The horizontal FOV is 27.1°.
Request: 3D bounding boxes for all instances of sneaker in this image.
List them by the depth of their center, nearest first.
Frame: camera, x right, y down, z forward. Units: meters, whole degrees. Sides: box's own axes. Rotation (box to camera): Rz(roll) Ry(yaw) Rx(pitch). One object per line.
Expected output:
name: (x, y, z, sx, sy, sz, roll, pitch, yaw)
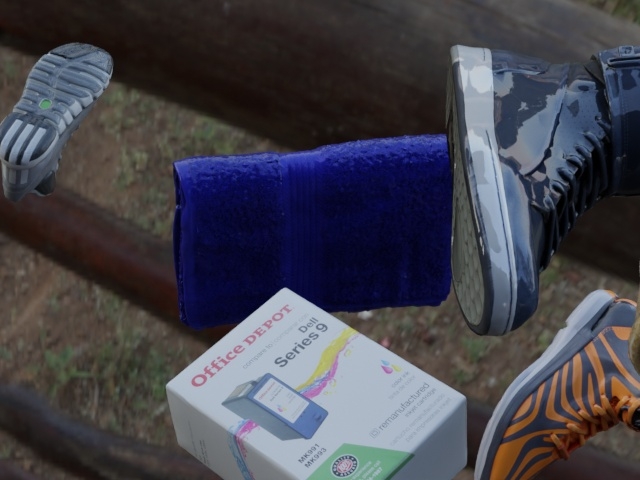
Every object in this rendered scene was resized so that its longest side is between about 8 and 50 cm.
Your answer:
sneaker: (0.150, -0.034, 0.717, 0.163, 0.086, 0.226, 4, 40, 2)
sneaker: (-0.328, -0.134, 1.605, 0.086, 0.132, 0.228, 25, 47, 5)
sneaker: (0.337, 0.217, 1.651, 0.180, 0.124, 0.321, 31, 78, 33)

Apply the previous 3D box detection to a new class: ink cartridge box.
ink cartridge box: (-0.003, 0.156, 1.135, 0.212, 0.093, 0.154, 30, 53, 34)

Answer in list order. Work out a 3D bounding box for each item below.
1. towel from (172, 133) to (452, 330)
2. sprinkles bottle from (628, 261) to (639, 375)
towel: (0.000, 0.000, 1.392, 0.308, 0.227, 0.076, -8, 45, -10)
sprinkles bottle: (0.330, -0.035, 1.096, 0.121, 0.121, 0.355, 19, 49, 0)
